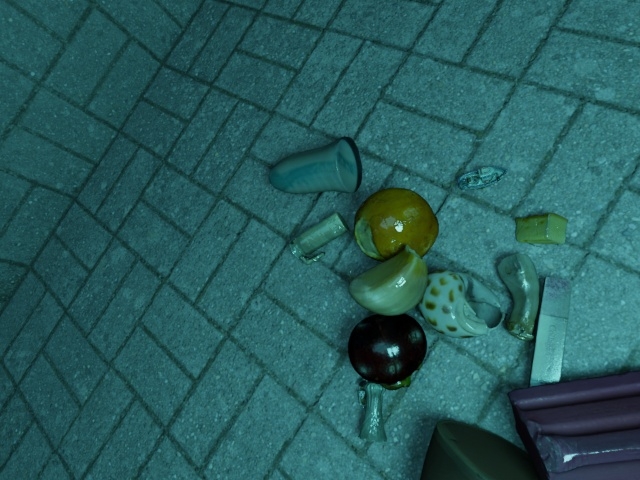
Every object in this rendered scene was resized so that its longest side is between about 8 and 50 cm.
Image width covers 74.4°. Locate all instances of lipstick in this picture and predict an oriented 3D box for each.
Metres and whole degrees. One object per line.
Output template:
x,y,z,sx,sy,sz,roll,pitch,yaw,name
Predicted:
0.571,0.253,1.051,0.066,0.068,0.317,9,77,27,lipstick

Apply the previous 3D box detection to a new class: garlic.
0.173,0.117,1.113,0.245,0.146,0.164,-24,61,39,garlic

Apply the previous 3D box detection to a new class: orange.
0.214,-0.037,1.220,0.240,0.240,0.239,-8,70,23,orange

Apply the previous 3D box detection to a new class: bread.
0.601,-0.024,1.157,0.109,0.080,0.084,-14,63,59,bread

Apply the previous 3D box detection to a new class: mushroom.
0.525,0.148,1.102,0.092,0.081,0.223,-2,74,8,mushroom

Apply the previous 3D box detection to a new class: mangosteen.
0.180,0.303,1.147,0.216,0.216,0.216,-8,70,23,mangosteen

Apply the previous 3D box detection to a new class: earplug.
-0.038,-0.240,1.454,0.324,0.185,0.184,-3,72,32,earplug

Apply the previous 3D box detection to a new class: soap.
0.604,0.384,0.852,0.360,0.233,0.128,-12,100,9,soap

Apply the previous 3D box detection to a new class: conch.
0.350,0.165,1.143,0.274,0.183,0.148,63,145,38,conch

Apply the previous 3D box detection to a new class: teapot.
0.000,0.000,1.404,0.200,0.077,0.107,-31,83,13,teapot

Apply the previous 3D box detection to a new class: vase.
0.149,0.472,1.170,0.081,0.081,0.148,-2,75,25,vase

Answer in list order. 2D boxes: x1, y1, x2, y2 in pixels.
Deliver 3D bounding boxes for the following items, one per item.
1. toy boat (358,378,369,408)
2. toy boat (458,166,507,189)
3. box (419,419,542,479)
0.125,0.443,1.220,0.038,0.038,0.083,-8,69,23,toy boat
0.476,-0.189,1.241,0.140,0.066,0.059,-12,65,21,toy boat
0.357,0.571,0.926,0.301,0.301,0.216,25,95,30,box
